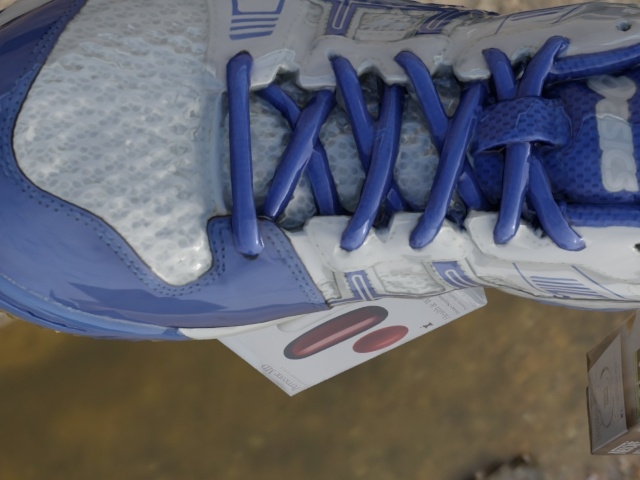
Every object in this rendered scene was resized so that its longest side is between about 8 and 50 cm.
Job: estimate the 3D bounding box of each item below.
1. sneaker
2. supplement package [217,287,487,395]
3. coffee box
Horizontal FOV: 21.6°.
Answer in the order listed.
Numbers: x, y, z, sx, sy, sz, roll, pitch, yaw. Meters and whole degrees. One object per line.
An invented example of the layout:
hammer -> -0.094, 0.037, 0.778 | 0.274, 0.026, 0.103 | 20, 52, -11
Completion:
sneaker -> 0.039, -0.033, 0.467 | 0.296, 0.131, 0.112 | -3, 86, -31
supplement package -> 0.000, 0.000, 1.446 | 0.203, 0.149, 0.194 | -27, 141, 19
coffee box -> 0.318, 0.115, 1.412 | 0.141, 0.098, 0.246 | 0, 165, -5
